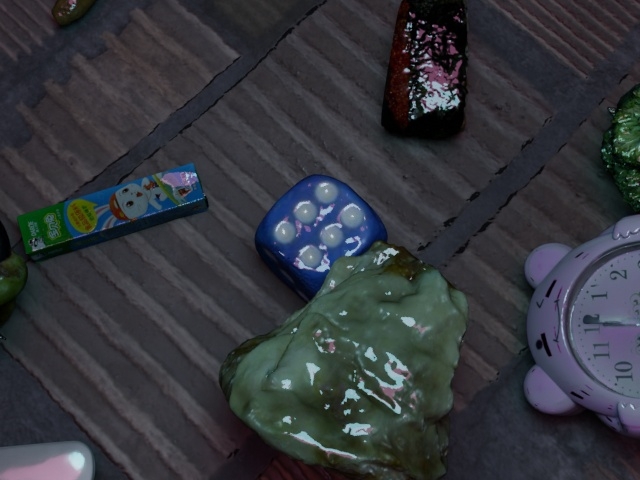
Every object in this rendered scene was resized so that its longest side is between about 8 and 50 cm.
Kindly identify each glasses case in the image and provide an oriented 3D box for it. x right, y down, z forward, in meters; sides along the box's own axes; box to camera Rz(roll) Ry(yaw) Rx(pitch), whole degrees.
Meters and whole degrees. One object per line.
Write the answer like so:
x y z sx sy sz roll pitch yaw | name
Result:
-0.395 0.307 1.030 0.194 0.049 0.074 -5 72 -4 | glasses case

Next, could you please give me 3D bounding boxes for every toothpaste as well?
-0.301 -0.041 1.153 0.267 0.050 0.065 -18 76 -8 | toothpaste

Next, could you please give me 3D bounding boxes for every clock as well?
0.425 0.110 1.027 0.322 0.113 0.295 -8 71 38 | clock

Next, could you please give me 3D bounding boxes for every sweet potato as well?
-0.375 -0.468 1.287 0.075 0.075 0.273 9 75 0 | sweet potato

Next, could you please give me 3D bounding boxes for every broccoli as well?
0.548 -0.130 1.136 0.265 0.245 0.294 7 96 -18 | broccoli

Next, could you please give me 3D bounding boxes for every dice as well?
0.000 0.000 1.108 0.146 0.146 0.143 42 77 15 | dice

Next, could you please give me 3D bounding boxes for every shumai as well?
0.049 0.125 0.947 0.309 0.304 0.263 24 87 32 | shumai

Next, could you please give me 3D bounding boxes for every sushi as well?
0.170 -0.264 1.211 0.126 0.136 0.225 8 76 8 | sushi

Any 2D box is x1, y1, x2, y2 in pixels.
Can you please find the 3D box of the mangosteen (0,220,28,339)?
-0.511 0.044 1.040 0.243 0.243 0.242 1 71 -3 | mangosteen

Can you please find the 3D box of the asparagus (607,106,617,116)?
0.571 -0.177 1.261 0.233 0.022 0.023 15 102 0 | asparagus
